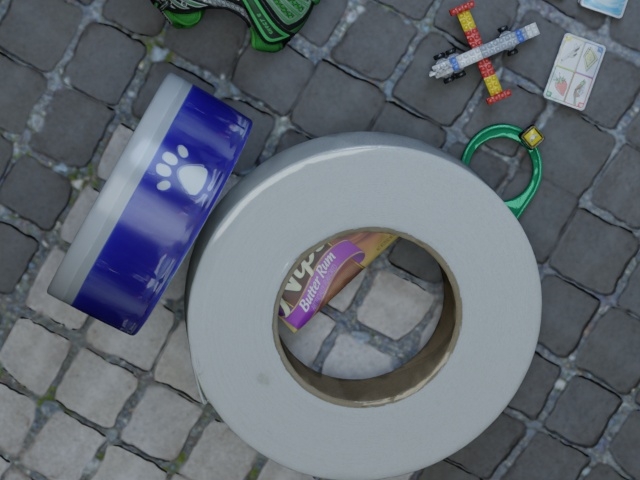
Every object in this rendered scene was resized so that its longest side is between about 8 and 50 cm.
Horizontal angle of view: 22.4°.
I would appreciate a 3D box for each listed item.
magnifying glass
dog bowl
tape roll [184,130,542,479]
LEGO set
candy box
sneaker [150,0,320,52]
[{"bbox_3d":[0.193,-0.016,1.813,0.092,0.026,0.231,7,98,-2],"label":"magnifying glass"},{"bbox_3d":[-0.177,-0.037,1.686,0.104,0.265,0.265,29,99,-7],"label":"dog bowl"},{"bbox_3d":[0.044,0.075,1.756,0.392,0.072,0.392,-2,108,-7],"label":"tape roll"},{"bbox_3d":[0.228,-0.228,1.754,0.182,0.060,0.244,19,94,-3],"label":"LEGO set"},{"bbox_3d":[0.000,0.000,1.799,0.186,0.053,0.109,-43,99,5],"label":"candy box"},{"bbox_3d":[-0.163,-0.307,1.706,0.343,0.134,0.146,25,99,-5],"label":"sneaker"}]
